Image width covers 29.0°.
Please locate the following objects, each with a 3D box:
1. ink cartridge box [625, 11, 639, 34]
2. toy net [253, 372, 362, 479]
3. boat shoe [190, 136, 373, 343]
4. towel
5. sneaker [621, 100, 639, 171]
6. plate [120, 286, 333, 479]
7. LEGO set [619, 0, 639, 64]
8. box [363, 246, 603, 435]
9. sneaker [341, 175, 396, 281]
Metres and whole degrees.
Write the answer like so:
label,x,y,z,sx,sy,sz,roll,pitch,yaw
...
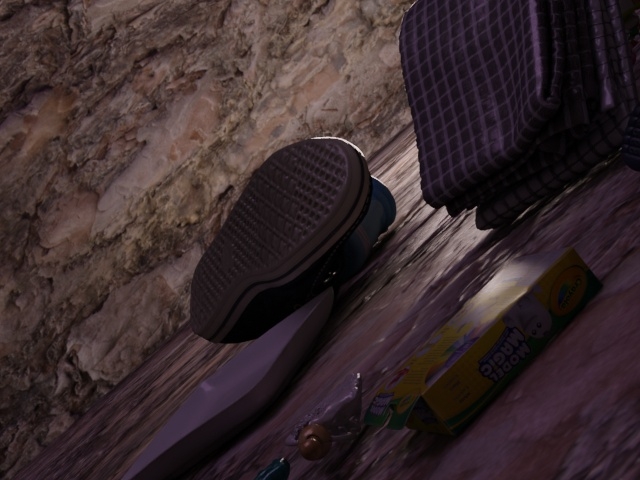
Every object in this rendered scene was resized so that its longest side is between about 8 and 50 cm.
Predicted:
label,x,y,z,sx,sy,sz,roll,pitch,yaw
ink cartridge box,0.307,-0.314,1.856,0.273,0.197,0.114,-37,6,35
toy net,-0.025,0.192,0.986,0.122,0.045,0.232,-40,4,42
boat shoe,-0.036,0.012,1.700,0.500,0.156,0.187,132,141,-54
towel,0.192,-0.180,1.283,0.235,0.121,0.284,-35,49,46
sneaker,0.310,-0.115,1.040,0.144,0.059,0.053,-57,37,2
plate,-0.108,0.195,1.546,0.278,0.045,0.277,-39,5,30
LEGO set,0.341,-0.219,1.428,0.132,0.107,0.287,-26,9,37
box,0.112,0.080,0.892,0.179,0.043,0.105,-40,5,-14
sneaker,0.000,0.000,1.957,0.319,0.127,0.208,-22,19,46
